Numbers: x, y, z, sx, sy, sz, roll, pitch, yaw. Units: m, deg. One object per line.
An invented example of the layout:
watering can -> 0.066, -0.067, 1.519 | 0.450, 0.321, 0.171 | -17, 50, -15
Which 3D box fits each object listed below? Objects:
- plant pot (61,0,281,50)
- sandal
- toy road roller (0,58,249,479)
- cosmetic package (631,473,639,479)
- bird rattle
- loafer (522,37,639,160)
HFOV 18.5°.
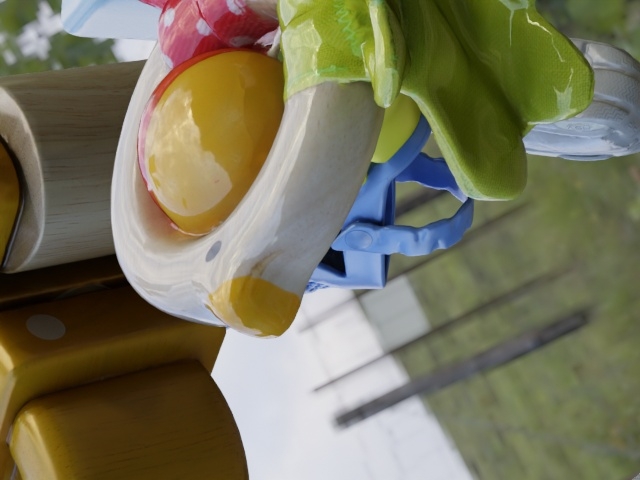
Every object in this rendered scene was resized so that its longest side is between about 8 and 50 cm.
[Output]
plant pot -> -0.095, -0.317, 1.775 | 0.252, 0.247, 0.247 | 169, 103, -77
sandal -> 0.000, 0.000, 1.501 | 0.138, 0.317, 0.126 | 35, -137, -20
toy road roller -> -0.140, 0.075, 1.205 | 0.202, 0.330, 0.240 | -12, -134, -39
cosmetic package -> 0.380, 0.268, 1.490 | 0.296, 0.153, 0.129 | 50, 172, 24
bird rattle -> -0.031, -0.071, 0.792 | 0.143, 0.207, 0.253 | 23, -177, -41
loafer -> 0.130, -0.124, 1.616 | 0.319, 0.112, 0.111 | 17, 167, 35
